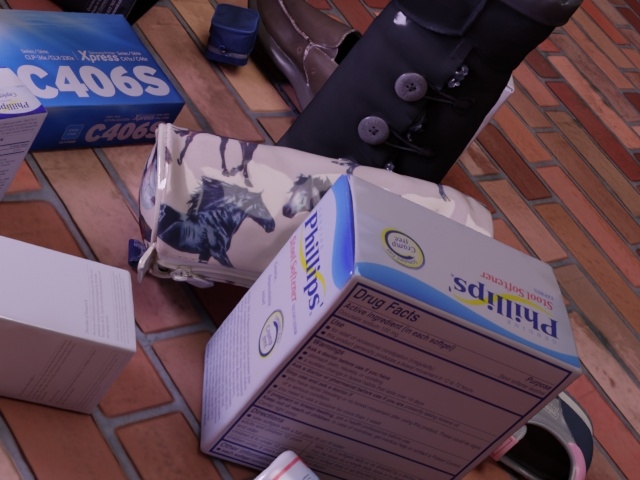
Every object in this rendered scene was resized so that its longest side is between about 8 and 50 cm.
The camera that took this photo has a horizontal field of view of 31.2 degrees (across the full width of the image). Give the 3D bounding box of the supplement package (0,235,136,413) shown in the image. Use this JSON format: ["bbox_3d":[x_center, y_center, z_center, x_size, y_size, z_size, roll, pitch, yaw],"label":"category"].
[{"bbox_3d":[-0.274,0.074,1.049,0.179,0.105,0.105,18,39,-30],"label":"supplement package"}]

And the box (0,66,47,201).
[{"bbox_3d":[-0.362,-0.096,1.135,0.072,0.137,0.126,49,34,16],"label":"box"}]

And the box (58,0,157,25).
[{"bbox_3d":[-0.318,-0.475,1.593,0.294,0.183,0.296,34,33,-6],"label":"box"}]

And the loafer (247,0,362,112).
[{"bbox_3d":[0.015,-0.271,1.697,0.134,0.130,0.366,16,41,-56],"label":"loafer"}]

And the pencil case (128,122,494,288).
[{"bbox_3d":[0.000,0.000,1.264,0.410,0.160,0.183,12,70,-12],"label":"pencil case"}]

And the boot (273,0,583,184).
[{"bbox_3d":[0.052,-0.238,1.433,0.367,0.445,0.146,35,43,-3],"label":"boot"}]

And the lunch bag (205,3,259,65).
[{"bbox_3d":[-0.128,-0.293,1.661,0.067,0.065,0.098,13,34,-2],"label":"lunch bag"}]

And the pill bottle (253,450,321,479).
[{"bbox_3d":[-0.005,0.283,1.077,0.160,0.087,0.087,45,34,8],"label":"pill bottle"}]

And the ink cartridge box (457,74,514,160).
[{"bbox_3d":[0.191,-0.258,1.802,0.117,0.207,0.283,26,36,-17],"label":"ink cartridge box"}]

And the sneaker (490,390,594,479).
[{"bbox_3d":[0.197,0.186,1.365,0.319,0.112,0.131,34,30,-5],"label":"sneaker"}]

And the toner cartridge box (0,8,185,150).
[{"bbox_3d":[-0.338,-0.187,1.324,0.348,0.075,0.165,-11,56,-49],"label":"toner cartridge box"}]

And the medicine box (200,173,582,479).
[{"bbox_3d":[0.061,0.118,1.150,0.263,0.289,0.149,23,36,-23],"label":"medicine box"}]
